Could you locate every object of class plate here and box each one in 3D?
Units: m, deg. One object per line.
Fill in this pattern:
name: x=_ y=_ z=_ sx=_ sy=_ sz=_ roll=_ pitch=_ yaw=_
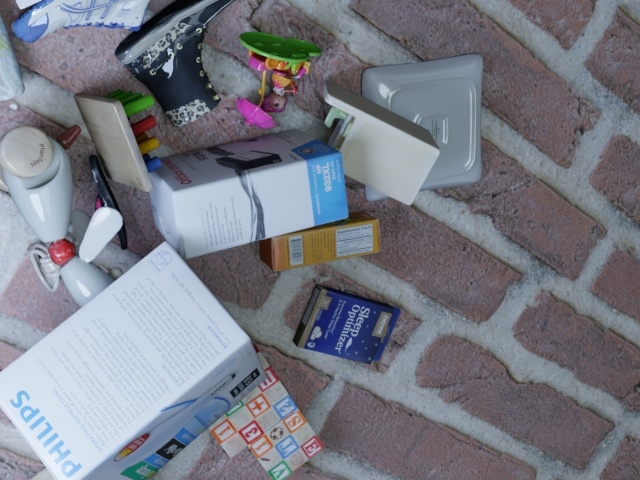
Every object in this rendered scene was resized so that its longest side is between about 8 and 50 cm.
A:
plate: x=0.219 y=-0.225 z=1.823 sx=0.277 sy=0.045 sz=0.277 roll=-11 pitch=113 yaw=-20

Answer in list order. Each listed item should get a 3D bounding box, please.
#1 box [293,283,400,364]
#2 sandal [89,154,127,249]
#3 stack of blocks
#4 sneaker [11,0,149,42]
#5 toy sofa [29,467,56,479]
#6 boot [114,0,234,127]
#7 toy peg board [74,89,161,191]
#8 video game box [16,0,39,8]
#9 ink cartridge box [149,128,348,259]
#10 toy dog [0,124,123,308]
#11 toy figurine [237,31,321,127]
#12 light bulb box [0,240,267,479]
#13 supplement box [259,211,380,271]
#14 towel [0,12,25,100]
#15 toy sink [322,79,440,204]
box: x=0.066 y=0.185 z=1.910 sx=0.225 sy=0.036 sz=0.136 roll=17 pitch=101 yaw=-30
sandal: x=-0.387 y=-0.065 z=1.600 sx=0.040 sy=0.067 sz=0.179 roll=-20 pitch=110 yaw=-5
stack of blocks: x=-0.139 y=0.363 z=1.852 sx=0.171 sy=0.087 sz=0.297 roll=-35 pitch=119 yaw=-9
sneaker: x=-0.353 y=-0.386 z=1.466 sx=0.296 sy=0.112 sz=0.131 roll=-33 pitch=120 yaw=-9
toy sofa: x=-0.515 y=0.556 z=1.737 sx=0.362 sy=0.177 sz=0.150 roll=-39 pitch=144 yaw=-7
boot: x=-0.216 y=-0.326 z=1.567 sx=0.236 sy=0.085 sz=0.179 roll=-35 pitch=122 yaw=-3
toy peg board: x=-0.327 y=-0.182 z=1.533 sx=0.079 sy=0.161 sz=0.161 roll=-32 pitch=119 yaw=-27
video game box: x=-0.440 y=-0.474 z=1.351 sx=0.048 sy=0.205 sz=0.187 roll=-11 pitch=121 yaw=21
ink cartridge box: x=-0.137 y=-0.092 z=1.607 sx=0.307 sy=0.223 sz=0.129 roll=-15 pitch=114 yaw=-19
toy dog: x=-0.420 y=-0.060 z=1.510 sx=0.161 sy=0.220 sz=0.334 roll=-34 pitch=124 yaw=-28
toy figurine: x=-0.088 y=-0.284 z=1.643 sx=0.173 sy=0.130 sz=0.159 roll=-14 pitch=131 yaw=-46
light bulb box: x=-0.309 y=0.240 z=1.542 sx=0.361 sy=0.225 sz=0.358 roll=-40 pitch=164 yaw=-11
supplement box: x=0.000 y=0.000 z=1.788 sx=0.233 sy=0.078 sz=0.080 roll=-8 pitch=109 yaw=-22
towel: x=-0.681 y=-0.327 z=1.356 sx=0.374 sy=0.090 sz=0.321 roll=-20 pitch=119 yaw=-17
toy sink: x=0.086 y=-0.183 z=1.693 sx=0.234 sy=0.153 sz=0.131 roll=25 pitch=108 yaw=-11
